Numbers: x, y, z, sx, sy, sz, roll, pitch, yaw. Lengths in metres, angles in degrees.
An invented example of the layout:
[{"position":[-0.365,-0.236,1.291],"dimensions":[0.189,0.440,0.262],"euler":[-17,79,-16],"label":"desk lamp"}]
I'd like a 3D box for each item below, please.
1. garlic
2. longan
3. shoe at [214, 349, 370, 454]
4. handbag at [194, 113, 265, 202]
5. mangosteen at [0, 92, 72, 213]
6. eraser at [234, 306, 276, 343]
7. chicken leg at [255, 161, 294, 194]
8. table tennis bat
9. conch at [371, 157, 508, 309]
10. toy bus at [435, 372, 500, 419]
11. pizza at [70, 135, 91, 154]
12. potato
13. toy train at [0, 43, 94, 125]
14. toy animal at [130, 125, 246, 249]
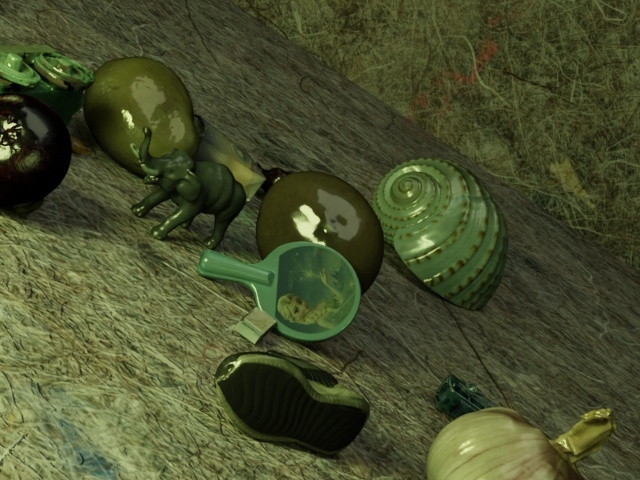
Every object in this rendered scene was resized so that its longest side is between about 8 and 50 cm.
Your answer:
[{"position":[0.272,0.283,1.563],"dimensions":[0.245,0.253,0.245],"euler":[31,25,-17],"label":"garlic"},{"position":[0.000,0.000,1.937],"dimensions":[0.220,0.196,0.196],"euler":[50,21,21],"label":"longan"},{"position":[-0.046,0.179,1.515],"dimensions":[0.227,0.099,0.112],"euler":[28,10,-36],"label":"shoe"},{"position":[-0.188,-0.143,2.170],"dimensions":[0.173,0.095,0.117],"euler":[34,8,-32],"label":"handbag"},{"position":[-0.385,-0.106,1.589],"dimensions":[0.152,0.152,0.152],"euler":[32,16,-10],"label":"mangosteen"},{"position":[-0.089,0.116,1.729],"dimensions":[0.038,0.019,0.083],"euler":[38,16,5],"label":"eraser"},{"position":[-0.031,-0.067,2.305],"dimensions":[0.234,0.063,0.105],"euler":[38,21,4],"label":"chicken leg"},{"position":[-0.058,0.060,1.799],"dimensions":[0.237,0.149,0.038],"euler":[17,-20,-1],"label":"table tennis bat"},{"position":[0.262,-0.023,2.507],"dimensions":[0.319,0.215,0.303],"euler":[19,32,-40],"label":"conch"},{"position":[0.250,0.269,1.914],"dimensions":[0.166,0.047,0.065],"euler":[35,20,-2],"label":"toy bus"},{"position":[-0.384,-0.152,1.926],"dimensions":[0.083,0.016,0.037],"euler":[33,17,9],"label":"pizza"},{"position":[-0.283,-0.197,2.014],"dimensions":[0.178,0.160,0.235],"euler":[-20,63,-24],"label":"potato"},{"position":[-0.461,-0.218,1.747],"dimensions":[0.221,0.150,0.304],"euler":[32,16,14],"label":"toy train"},{"position":[-0.207,-0.070,1.829],"dimensions":[0.269,0.137,0.082],"euler":[27,19,-53],"label":"toy animal"}]
